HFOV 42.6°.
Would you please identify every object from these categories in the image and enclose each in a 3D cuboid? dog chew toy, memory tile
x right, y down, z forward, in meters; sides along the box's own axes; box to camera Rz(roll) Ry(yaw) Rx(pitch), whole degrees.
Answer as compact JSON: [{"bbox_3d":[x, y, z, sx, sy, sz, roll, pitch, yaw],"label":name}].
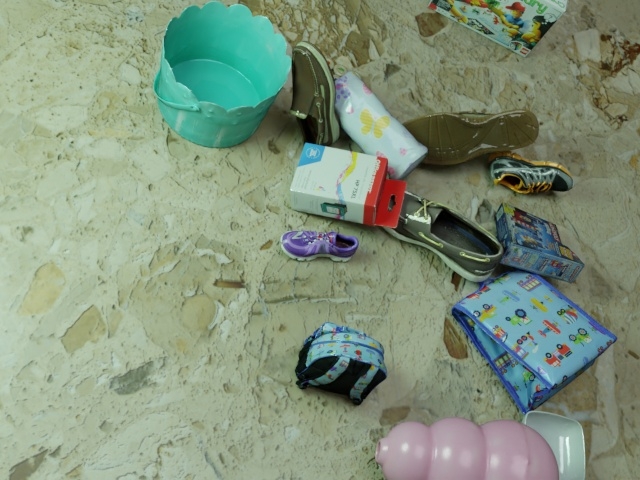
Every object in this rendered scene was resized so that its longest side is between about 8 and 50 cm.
[{"bbox_3d":[0.266,0.423,1.531,0.331,0.207,0.207,12,60,-6],"label":"dog chew toy"},{"bbox_3d":[0.030,-0.365,1.945,0.113,0.012,0.148,26,58,-7],"label":"memory tile"}]

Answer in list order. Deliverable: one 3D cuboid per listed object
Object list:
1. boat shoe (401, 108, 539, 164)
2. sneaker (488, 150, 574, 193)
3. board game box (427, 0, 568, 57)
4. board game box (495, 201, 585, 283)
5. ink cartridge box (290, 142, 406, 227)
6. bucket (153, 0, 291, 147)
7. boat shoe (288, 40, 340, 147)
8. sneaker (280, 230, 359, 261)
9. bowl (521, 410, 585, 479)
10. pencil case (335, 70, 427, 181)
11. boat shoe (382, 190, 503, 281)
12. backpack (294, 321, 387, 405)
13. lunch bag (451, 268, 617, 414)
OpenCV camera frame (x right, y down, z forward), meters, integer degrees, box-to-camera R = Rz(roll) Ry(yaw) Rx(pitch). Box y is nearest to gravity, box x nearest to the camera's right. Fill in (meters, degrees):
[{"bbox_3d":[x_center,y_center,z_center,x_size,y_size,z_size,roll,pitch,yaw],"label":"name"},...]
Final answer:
[{"bbox_3d":[0.337,-0.251,1.954,0.341,0.123,0.123,-10,98,-5],"label":"boat shoe"},{"bbox_3d":[0.505,-0.148,1.982,0.214,0.084,0.083,13,60,-3],"label":"sneaker"},{"bbox_3d":[0.457,-0.617,2.133,0.305,0.193,0.053,25,58,-7],"label":"board game box"},{"bbox_3d":[0.495,0.015,1.872,0.194,0.060,0.194,23,31,-8],"label":"board game box"},{"bbox_3d":[0.063,-0.116,1.749,0.231,0.078,0.134,11,58,8],"label":"ink cartridge box"},{"bbox_3d":[-0.216,-0.344,1.738,0.281,0.183,0.281,9,61,-17],"label":"bucket"},{"bbox_3d":[-0.022,-0.295,1.761,0.095,0.258,0.095,21,52,38],"label":"boat shoe"},{"bbox_3d":[0.000,0.000,1.711,0.169,0.071,0.068,2,64,-20],"label":"sneaker"},{"bbox_3d":[0.467,0.429,1.682,0.142,0.053,0.142,15,60,-14],"label":"bowl"},{"bbox_3d":[0.118,-0.253,1.847,0.113,0.124,0.273,-43,88,1],"label":"pencil case"},{"bbox_3d":[0.249,-0.034,1.793,0.324,0.097,0.117,35,57,8],"label":"boat shoe"},{"bbox_3d":[0.048,0.223,1.554,0.158,0.173,0.117,19,59,-11],"label":"backpack"},{"bbox_3d":[0.439,0.183,1.766,0.221,0.138,0.293,-27,65,-28],"label":"lunch bag"}]
